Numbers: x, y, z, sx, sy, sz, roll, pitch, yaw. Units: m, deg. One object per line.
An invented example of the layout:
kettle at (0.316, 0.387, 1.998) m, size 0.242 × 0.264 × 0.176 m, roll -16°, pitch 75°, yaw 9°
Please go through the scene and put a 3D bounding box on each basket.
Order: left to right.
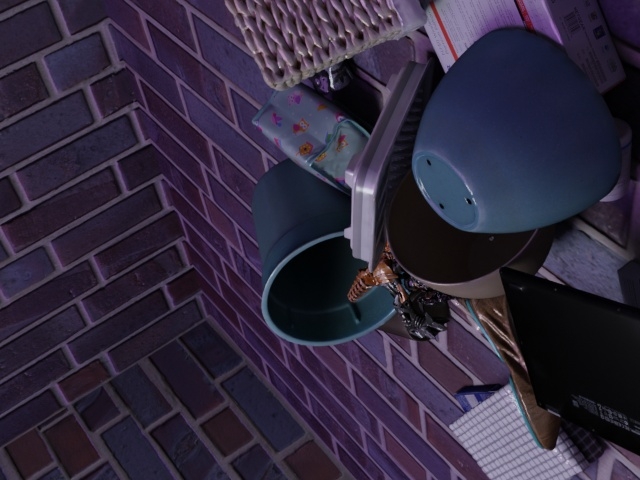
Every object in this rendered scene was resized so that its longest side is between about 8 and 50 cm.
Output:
basket at (-0.028, -0.429, 1.499) m, size 0.328 × 0.266 × 0.331 m, roll 62°, pitch -177°, yaw -8°
basket at (0.178, 0.143, 2.193) m, size 0.227 × 0.154 × 0.204 m, roll 21°, pitch 135°, yaw 54°

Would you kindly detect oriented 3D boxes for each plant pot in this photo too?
plant pot at (0.000, 0.000, 2.100) m, size 0.334 × 0.341 × 0.341 m, roll -111°, pitch 6°, yaw -45°
plant pot at (0.281, -0.015, 1.587) m, size 0.284 × 0.284 × 0.191 m, roll 39°, pitch 179°, yaw 42°
plant pot at (0.245, -0.122, 1.316) m, size 0.290 × 0.195 × 0.290 m, roll 46°, pitch 160°, yaw 22°

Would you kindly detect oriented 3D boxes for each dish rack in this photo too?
dish rack at (0.117, -0.140, 1.657) m, size 0.072 × 0.333 × 0.285 m, roll 17°, pitch 147°, yaw 13°

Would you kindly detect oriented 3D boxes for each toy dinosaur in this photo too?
toy dinosaur at (0.179, 0.066, 1.876) m, size 0.218 × 0.164 × 0.322 m, roll 49°, pitch 158°, yaw -14°

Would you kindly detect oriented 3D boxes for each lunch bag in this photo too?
lunch bag at (0.022, -0.213, 2.004) m, size 0.223 × 0.160 × 0.262 m, roll 41°, pitch -172°, yaw 38°

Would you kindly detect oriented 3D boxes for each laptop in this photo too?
laptop at (0.514, 0.202, 1.368) m, size 0.382 × 0.236 × 0.408 m, roll 20°, pitch 135°, yaw 59°

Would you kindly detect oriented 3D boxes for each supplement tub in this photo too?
supplement tub at (0.413, -0.118, 1.348) m, size 0.071 × 0.071 × 0.107 m, roll 40°, pitch 154°, yaw 42°

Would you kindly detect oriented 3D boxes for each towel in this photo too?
towel at (0.436, 0.415, 1.972) m, size 0.235 × 0.121 × 0.284 m, roll 52°, pitch 146°, yaw 13°

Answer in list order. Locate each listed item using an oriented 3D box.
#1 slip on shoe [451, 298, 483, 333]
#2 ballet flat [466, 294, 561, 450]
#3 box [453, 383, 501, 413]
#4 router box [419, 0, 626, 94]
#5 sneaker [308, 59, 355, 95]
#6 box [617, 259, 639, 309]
slip on shoe at (0.321, 0.137, 1.998) m, size 0.041 × 0.051 × 0.135 m, roll -52°, pitch 55°, yaw 27°
ballet flat at (0.407, 0.230, 1.800) m, size 0.116 × 0.124 × 0.342 m, roll 4°, pitch -121°, yaw -64°
box at (0.408, 0.405, 2.189) m, size 0.136 × 0.036 × 0.225 m, roll 58°, pitch 160°, yaw -1°
router box at (0.255, -0.353, 1.356) m, size 0.335 × 0.082 × 0.301 m, roll 63°, pitch 160°, yaw -14°
sneaker at (0.025, -0.375, 1.856) m, size 0.153 × 0.101 × 0.268 m, roll 63°, pitch 166°, yaw -15°
box at (0.549, 0.123, 1.431) m, size 0.186 × 0.038 × 0.145 m, roll 27°, pitch 145°, yaw 53°
